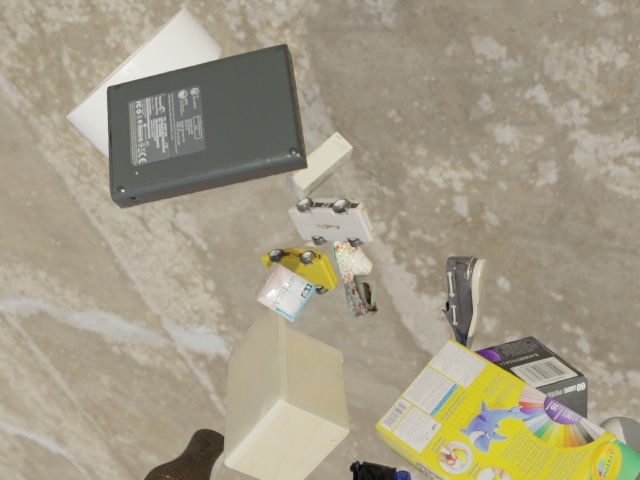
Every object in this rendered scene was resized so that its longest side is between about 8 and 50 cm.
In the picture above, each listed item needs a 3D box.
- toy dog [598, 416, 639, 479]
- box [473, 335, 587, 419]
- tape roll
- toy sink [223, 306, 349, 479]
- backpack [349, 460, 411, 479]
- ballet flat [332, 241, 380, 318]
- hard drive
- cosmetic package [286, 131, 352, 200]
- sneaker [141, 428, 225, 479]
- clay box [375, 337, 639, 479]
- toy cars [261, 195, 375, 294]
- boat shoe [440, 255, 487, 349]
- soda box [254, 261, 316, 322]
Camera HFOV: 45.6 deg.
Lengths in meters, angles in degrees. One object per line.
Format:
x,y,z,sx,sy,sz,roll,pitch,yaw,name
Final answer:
0.441,0.405,0.964,0.161,0.334,0.220,14,169,-14,toy dog
0.286,0.305,1.129,0.143,0.165,0.270,-134,34,-66,box
-0.307,-0.278,1.338,0.100,0.286,0.286,47,146,-20,tape roll
-0.052,0.230,1.165,0.131,0.234,0.153,28,116,-22,toy sink
0.100,0.518,1.408,0.117,0.173,0.158,7,139,8,backpack
0.092,0.083,1.790,0.077,0.091,0.241,5,129,29,ballet flat
-0.080,-0.080,0.529,0.135,0.094,0.022,-12,157,8,hard drive
-0.002,-0.124,1.283,0.041,0.115,0.060,46,163,10,cosmetic package
-0.243,0.442,1.317,0.106,0.290,0.123,26,105,11,sneaker
0.179,0.202,0.737,0.222,0.127,0.053,31,156,35,clay box
0.000,0.000,1.631,0.176,0.087,0.394,38,144,3,toy cars
0.236,0.107,1.270,0.065,0.075,0.206,15,132,21,boat shoe
-0.052,0.070,1.074,0.063,0.058,0.183,32,177,-4,soda box
